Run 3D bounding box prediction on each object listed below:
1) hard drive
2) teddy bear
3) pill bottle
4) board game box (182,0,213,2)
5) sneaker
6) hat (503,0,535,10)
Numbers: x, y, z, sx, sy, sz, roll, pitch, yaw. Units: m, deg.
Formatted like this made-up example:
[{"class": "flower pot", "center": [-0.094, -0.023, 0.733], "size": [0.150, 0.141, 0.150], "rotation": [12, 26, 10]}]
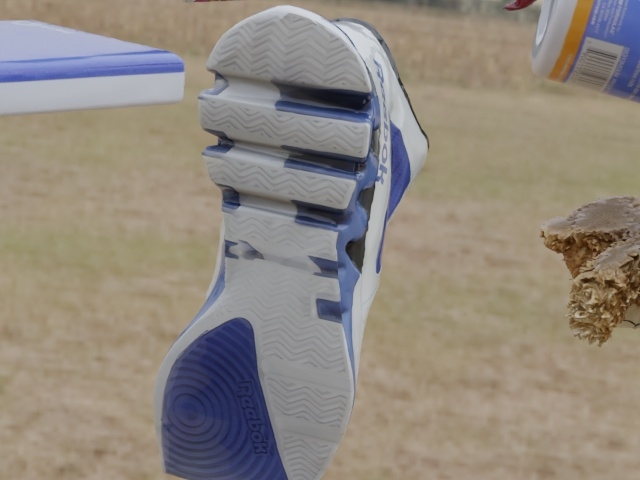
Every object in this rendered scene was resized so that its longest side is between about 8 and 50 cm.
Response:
[{"class": "hard drive", "center": [-0.286, -0.122, 1.109], "size": [0.319, 0.040, 0.210], "rotation": [-10, 20, -44]}, {"class": "teddy bear", "center": [0.337, 0.045, 1.356], "size": [0.338, 0.113, 0.245], "rotation": [6, 25, 44]}, {"class": "pill bottle", "center": [0.339, -0.188, 1.402], "size": [0.272, 0.152, 0.152], "rotation": [14, 10, 0]}, {"class": "board game box", "center": [-0.034, -0.384, 1.594], "size": [0.319, 0.066, 0.318], "rotation": [-7, 57, -27]}, {"class": "sneaker", "center": [0.000, -0.001, 0.970], "size": [0.127, 0.315, 0.182], "rotation": [16, 22, 17]}, {"class": "hat", "center": [0.243, -0.238, 1.122], "size": [0.173, 0.183, 0.208], "rotation": [16, 7, 4]}]
